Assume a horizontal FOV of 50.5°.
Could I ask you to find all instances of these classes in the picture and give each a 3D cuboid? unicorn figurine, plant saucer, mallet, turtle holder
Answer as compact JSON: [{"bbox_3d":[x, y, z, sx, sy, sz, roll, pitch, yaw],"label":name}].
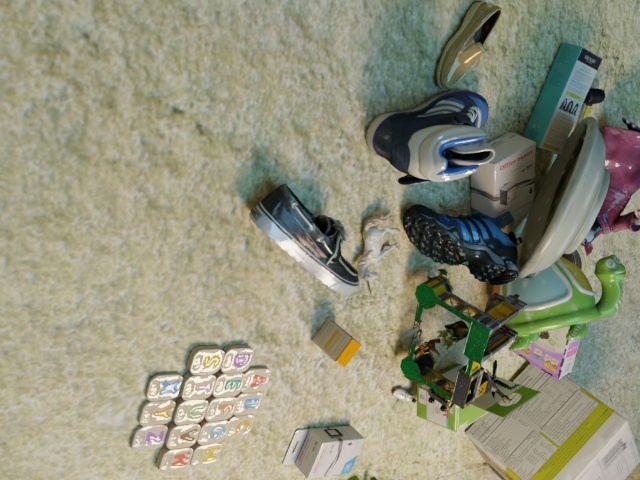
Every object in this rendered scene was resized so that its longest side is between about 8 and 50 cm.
[{"bbox_3d":[0.119,0.019,1.449,0.111,0.060,0.161,-23,110,-28],"label":"unicorn figurine"},{"bbox_3d":[0.572,-0.083,1.569,0.400,0.101,0.400,24,90,-82],"label":"plant saucer"},{"bbox_3d":[0.677,-0.299,1.738,0.062,0.039,0.189,-16,127,-28],"label":"mallet"},{"bbox_3d":[0.590,0.139,1.724,0.243,0.320,0.227,-4,79,-46],"label":"turtle holder"}]

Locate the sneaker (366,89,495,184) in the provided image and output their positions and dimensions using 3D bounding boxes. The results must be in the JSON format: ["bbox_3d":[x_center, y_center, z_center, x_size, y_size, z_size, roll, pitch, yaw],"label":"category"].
[{"bbox_3d":[0.275,-0.196,1.323,0.323,0.236,0.130,-18,124,-31],"label":"sneaker"}]

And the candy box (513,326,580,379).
[{"bbox_3d":[0.650,0.269,1.936,0.070,0.165,0.196,-18,124,-33],"label":"candy box"}]

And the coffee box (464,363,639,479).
[{"bbox_3d":[0.707,0.630,2.064,0.338,0.334,0.337,-44,135,-8],"label":"coffee box"}]

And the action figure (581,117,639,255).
[{"bbox_3d":[0.769,-0.135,1.824,0.276,0.248,0.370,-12,130,-64],"label":"action figure"}]

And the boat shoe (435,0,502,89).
[{"bbox_3d":[0.298,-0.385,1.351,0.068,0.072,0.190,16,103,-43],"label":"boat shoe"}]

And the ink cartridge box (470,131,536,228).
[{"bbox_3d":[0.427,-0.136,1.589,0.140,0.082,0.190,-28,130,-23],"label":"ink cartridge box"}]

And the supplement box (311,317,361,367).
[{"bbox_3d":[0.034,0.219,1.454,0.036,0.098,0.062,37,89,-41],"label":"supplement box"}]

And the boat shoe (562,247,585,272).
[{"bbox_3d":[0.704,0.094,1.943,0.073,0.080,0.223,-40,137,-22],"label":"boat shoe"}]

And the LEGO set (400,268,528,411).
[{"bbox_3d":[0.344,0.223,1.605,0.192,0.255,0.331,-22,123,-41],"label":"LEGO set"}]

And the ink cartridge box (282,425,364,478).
[{"bbox_3d":[0.009,0.505,1.619,0.180,0.060,0.104,9,108,-42],"label":"ink cartridge box"}]

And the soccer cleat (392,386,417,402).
[{"bbox_3d":[0.218,0.401,1.749,0.083,0.036,0.029,30,93,-45],"label":"soccer cleat"}]

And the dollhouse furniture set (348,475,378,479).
[{"bbox_3d":[0.086,0.668,1.762,0.152,0.076,0.058,-12,120,-35],"label":"dollhouse furniture set"}]

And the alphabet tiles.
[{"bbox_3d":[-0.231,0.337,1.360,0.278,0.021,0.284,6,109,-41],"label":"alphabet tiles"}]

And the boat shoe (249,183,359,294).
[{"bbox_3d":[-0.002,-0.002,1.294,0.105,0.113,0.306,-43,126,8],"label":"boat shoe"}]

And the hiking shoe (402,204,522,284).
[{"bbox_3d":[0.316,-0.011,1.529,0.304,0.113,0.132,29,57,-18],"label":"hiking shoe"}]

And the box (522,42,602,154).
[{"bbox_3d":[0.571,-0.333,1.611,0.101,0.060,0.244,7,109,-42],"label":"box"}]

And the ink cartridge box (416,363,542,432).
[{"bbox_3d":[0.400,0.417,1.729,0.189,0.255,0.097,-14,109,-43],"label":"ink cartridge box"}]
